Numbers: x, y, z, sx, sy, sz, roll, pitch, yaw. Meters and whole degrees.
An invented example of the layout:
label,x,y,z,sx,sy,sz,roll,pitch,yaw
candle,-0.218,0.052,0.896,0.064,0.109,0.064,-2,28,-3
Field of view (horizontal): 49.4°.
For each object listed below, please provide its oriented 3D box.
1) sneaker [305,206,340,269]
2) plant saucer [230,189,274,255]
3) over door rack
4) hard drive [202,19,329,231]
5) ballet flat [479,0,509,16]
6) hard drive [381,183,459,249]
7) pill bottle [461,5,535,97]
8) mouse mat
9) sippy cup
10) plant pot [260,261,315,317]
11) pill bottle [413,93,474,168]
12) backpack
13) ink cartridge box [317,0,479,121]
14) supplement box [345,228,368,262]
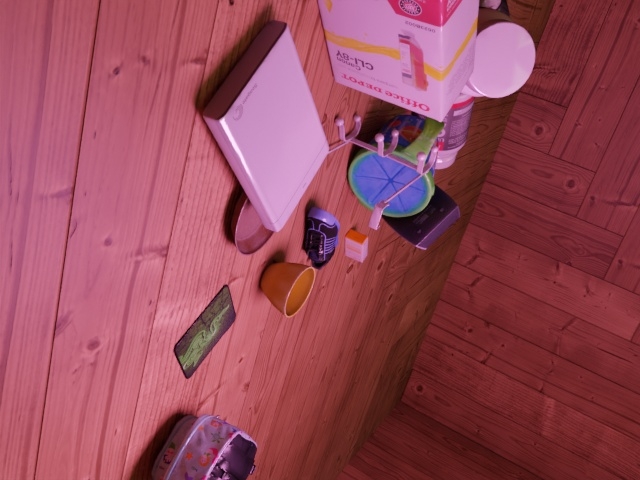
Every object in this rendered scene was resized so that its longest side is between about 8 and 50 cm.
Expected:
label,x,y,z,sx,sy,sz,roll,pitch,yaw
sneaker,0.000,0.000,1.797,0.232,0.081,0.090,73,39,-63
plant saucer,-0.132,-0.064,1.459,0.198,0.036,0.198,-51,155,-34
over door rack,0.110,-0.184,1.620,0.324,0.239,0.108,-45,153,-44
hard drive,-0.086,-0.203,1.323,0.233,0.047,0.353,-60,153,-21
ballet flat,0.440,-0.687,1.886,0.096,0.095,0.280,18,59,-58
hard drive,0.272,-0.081,1.936,0.172,0.255,0.054,-44,124,3
pill bottle,0.374,-0.477,1.734,0.363,0.210,0.210,-118,-136,-65
mouse mat,-0.248,0.201,1.528,0.190,0.007,0.152,-52,157,-29
sippy cup,0.219,-0.221,1.907,0.240,0.305,0.224,61,39,-32
plant pot,-0.088,0.105,1.681,0.134,0.095,0.134,-51,157,-32
pill bottle,0.374,-0.376,2.143,0.176,0.176,0.318,-52,156,-31
backpack,-0.265,0.510,1.580,0.225,0.191,0.253,-60,167,-19
ink cartridge box,0.153,-0.440,1.364,0.160,0.279,0.385,-57,159,-17
supplement box,0.109,0.016,2.117,0.036,0.062,0.098,-54,158,-31
